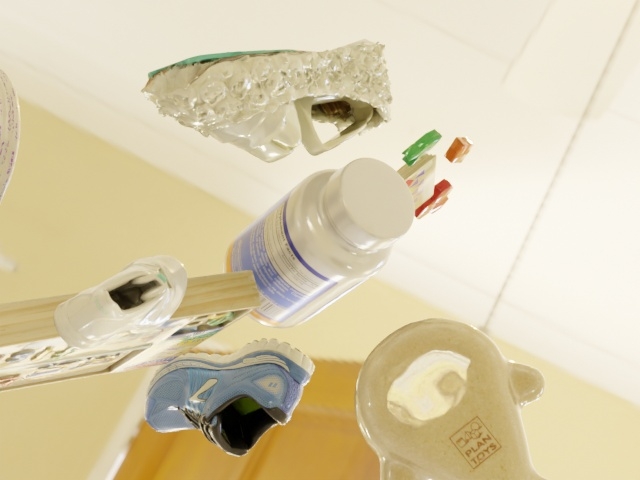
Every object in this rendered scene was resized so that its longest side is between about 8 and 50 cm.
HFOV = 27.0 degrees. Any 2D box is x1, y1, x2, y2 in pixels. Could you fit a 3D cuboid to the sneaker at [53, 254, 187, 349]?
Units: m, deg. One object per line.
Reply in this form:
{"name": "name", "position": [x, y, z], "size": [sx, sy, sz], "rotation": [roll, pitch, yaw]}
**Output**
{"name": "sneaker", "position": [-0.193, 0.057, 1.461], "size": [0.094, 0.212, 0.080], "rotation": [-34, -91, 31]}

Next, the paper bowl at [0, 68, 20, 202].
{"name": "paper bowl", "position": [-0.540, -0.125, 1.783], "size": [0.284, 0.284, 0.148], "rotation": [6, -11, 46]}

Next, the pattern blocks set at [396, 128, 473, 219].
{"name": "pattern blocks set", "position": [0.110, -0.060, 1.984], "size": [0.026, 0.285, 0.325], "rotation": [49, -18, 15]}

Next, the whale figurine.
{"name": "whale figurine", "position": [0.156, 0.216, 1.457], "size": [0.272, 0.216, 0.141], "rotation": [50, -8, 12]}

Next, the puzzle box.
{"name": "puzzle box", "position": [-0.311, 0.125, 1.657], "size": [0.409, 0.052, 0.272], "rotation": [-7, -15, -36]}

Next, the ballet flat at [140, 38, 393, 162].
{"name": "ballet flat", "position": [-0.033, -0.163, 1.579], "size": [0.147, 0.147, 0.409], "rotation": [14, 18, 34]}

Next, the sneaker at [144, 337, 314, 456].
{"name": "sneaker", "position": [-0.162, 0.253, 2.047], "size": [0.330, 0.147, 0.130], "rotation": [-20, -50, 40]}

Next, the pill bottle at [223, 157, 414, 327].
{"name": "pill bottle", "position": [0.000, 0.000, 1.721], "size": [0.152, 0.152, 0.272], "rotation": [34, -39, -16]}
